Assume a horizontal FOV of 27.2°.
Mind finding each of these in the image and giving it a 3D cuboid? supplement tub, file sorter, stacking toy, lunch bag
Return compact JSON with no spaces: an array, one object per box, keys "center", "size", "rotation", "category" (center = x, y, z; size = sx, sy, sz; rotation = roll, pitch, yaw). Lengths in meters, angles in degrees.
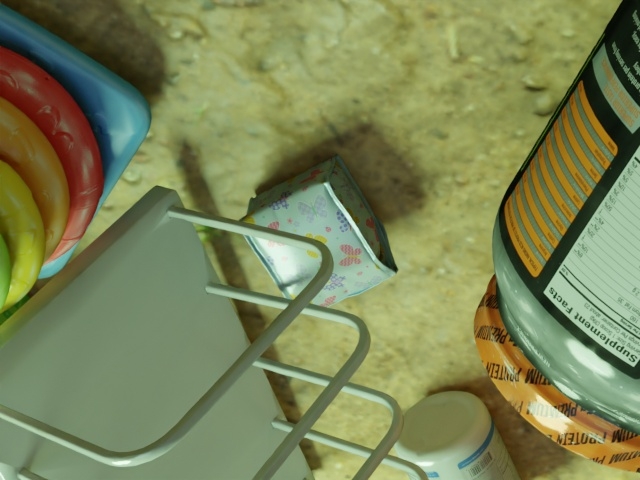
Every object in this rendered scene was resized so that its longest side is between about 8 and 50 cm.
[{"center":[0.100,0.164,0.918],"size":[0.071,0.071,0.107],"rotation":[-16,121,19],"category":"supplement tub"},{"center":[-0.054,0.142,0.807],"size":[0.173,0.193,0.278],"rotation":[12,137,41],"category":"file sorter"},{"center":[-0.222,0.009,0.716],"size":[0.165,0.302,0.175],"rotation":[30,125,-12],"category":"stacking toy"},{"center":[0.000,0.000,0.830],"size":[0.071,0.053,0.083],"rotation":[-26,107,22],"category":"lunch bag"},{"center":[0.215,-0.037,0.684],"size":[0.193,0.194,0.316],"rotation":[22,126,-7],"category":"supplement tub"}]

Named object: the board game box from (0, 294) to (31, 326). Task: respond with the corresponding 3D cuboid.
[{"center":[-0.203,0.100,0.886],"size":[0.039,0.124,0.259],"rotation":[-34,113,32],"category":"board game box"}]
